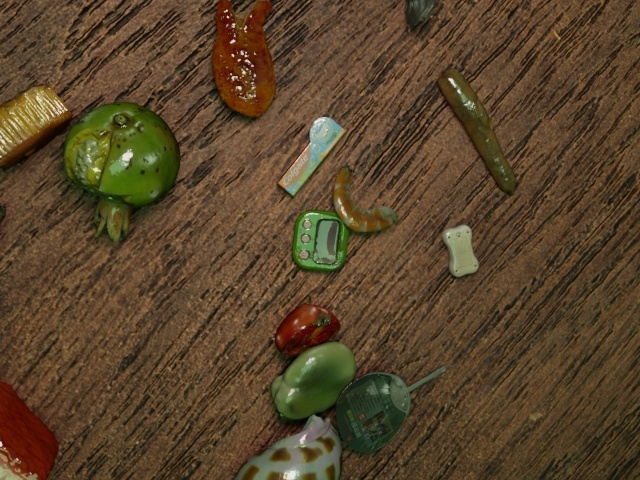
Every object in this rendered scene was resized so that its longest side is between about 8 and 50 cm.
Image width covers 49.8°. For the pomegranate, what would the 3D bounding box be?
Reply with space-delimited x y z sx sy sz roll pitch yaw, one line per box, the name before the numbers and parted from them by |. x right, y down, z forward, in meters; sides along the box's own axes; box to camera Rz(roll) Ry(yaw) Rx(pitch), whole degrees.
pomegranate | -0.419 -0.142 1.458 0.236 0.236 0.302 9 127 -9

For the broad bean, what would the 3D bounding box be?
broad bean | -0.013 0.335 1.617 0.169 0.100 0.228 36 99 -33

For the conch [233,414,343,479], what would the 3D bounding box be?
conch | -0.082 0.585 1.597 0.249 0.197 0.368 11 126 -40

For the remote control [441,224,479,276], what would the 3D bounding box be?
remote control | 0.338 0.025 1.664 0.074 0.032 0.122 -14 99 -6

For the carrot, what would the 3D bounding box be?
carrot | 0.381 -0.252 1.619 0.070 0.070 0.342 -34 102 -3

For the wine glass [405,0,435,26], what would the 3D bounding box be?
wine glass | 0.046 -0.604 1.435 0.406 0.267 0.267 11 96 -13

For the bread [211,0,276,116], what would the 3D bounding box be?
bread | -0.167 -0.404 1.504 0.139 0.095 0.269 -2 94 -15

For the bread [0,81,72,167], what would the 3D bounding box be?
bread | -0.609 -0.230 1.417 0.199 0.199 0.104 -37 103 -2

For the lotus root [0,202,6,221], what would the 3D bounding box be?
lotus root | -0.756 -0.015 1.462 0.209 0.120 0.120 -37 101 -3

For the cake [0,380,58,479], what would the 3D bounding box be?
cake | -0.747 0.487 1.449 0.319 0.270 0.269 -40 101 -2

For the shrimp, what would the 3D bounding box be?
shrimp | 0.100 -0.098 1.606 0.161 0.049 0.166 -6 77 -26

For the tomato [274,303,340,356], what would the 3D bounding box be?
tomato | -0.041 0.197 1.591 0.139 0.159 0.091 -53 58 33

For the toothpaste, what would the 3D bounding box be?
toothpaste | -0.030 -0.197 1.576 0.070 0.044 0.193 39 91 -10

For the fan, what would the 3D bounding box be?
fan | 0.165 0.417 1.681 0.294 0.012 0.223 -1 108 -24

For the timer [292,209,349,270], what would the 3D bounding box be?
timer | 0.000 0.000 1.605 0.128 0.047 0.140 6 97 -7
